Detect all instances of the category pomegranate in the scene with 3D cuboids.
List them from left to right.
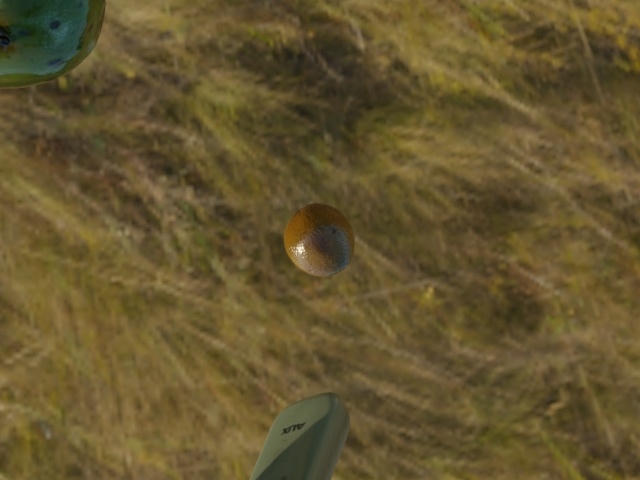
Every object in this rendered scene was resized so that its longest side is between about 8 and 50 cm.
[{"bbox_3d":[-0.307,-0.261,1.412,0.211,0.263,0.211,0,127,-1],"label":"pomegranate"}]

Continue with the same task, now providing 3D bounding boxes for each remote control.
[{"bbox_3d":[-0.046,0.260,1.250,0.090,0.309,0.038,-20,123,39],"label":"remote control"}]

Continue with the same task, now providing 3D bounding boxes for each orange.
[{"bbox_3d":[0.000,0.000,1.608,0.085,0.085,0.085,-8,146,-5],"label":"orange"}]
